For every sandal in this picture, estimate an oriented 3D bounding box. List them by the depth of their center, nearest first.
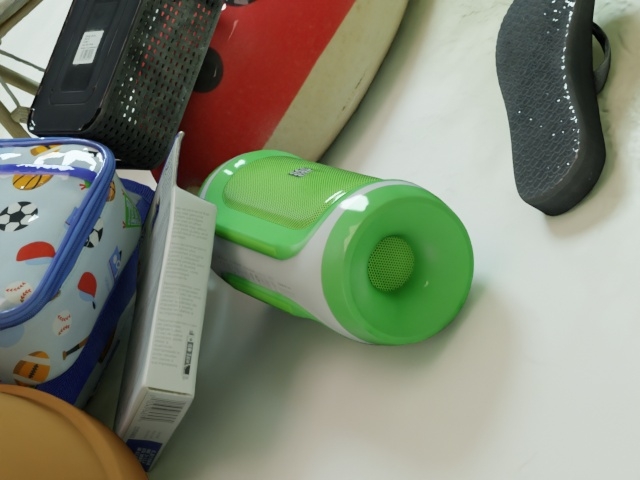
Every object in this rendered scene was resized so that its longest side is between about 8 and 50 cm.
[{"bbox_3d":[0.184,-0.119,1.239,0.097,0.054,0.254,-36,38,43],"label":"sandal"}]

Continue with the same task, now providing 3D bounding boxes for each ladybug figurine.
[{"bbox_3d":[-0.058,-0.207,1.610,0.305,0.162,0.449,-24,36,43],"label":"ladybug figurine"}]

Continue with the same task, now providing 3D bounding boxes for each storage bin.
[{"bbox_3d":[-0.179,-0.162,1.472,0.122,0.084,0.180,4,70,49],"label":"storage bin"}]

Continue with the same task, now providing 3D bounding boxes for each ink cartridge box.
[{"bbox_3d":[-0.129,0.057,1.344,0.223,0.045,0.224,123,155,-63],"label":"ink cartridge box"}]

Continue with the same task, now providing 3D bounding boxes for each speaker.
[{"bbox_3d":[0.000,0.000,1.278,0.131,0.131,0.296,-54,26,-8],"label":"speaker"}]

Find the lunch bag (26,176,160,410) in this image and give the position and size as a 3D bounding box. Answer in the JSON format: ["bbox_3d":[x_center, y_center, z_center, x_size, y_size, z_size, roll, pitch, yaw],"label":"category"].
[{"bbox_3d":[-0.339,0.099,1.559,0.385,0.239,0.328,-7,46,39],"label":"lunch bag"}]

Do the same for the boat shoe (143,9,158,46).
[{"bbox_3d":[-0.100,-0.320,1.809,0.302,0.109,0.094,-51,50,0],"label":"boat shoe"}]

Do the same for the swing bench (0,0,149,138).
[{"bbox_3d":[-0.297,-0.227,1.917,0.253,0.254,0.165,-32,31,33],"label":"swing bench"}]

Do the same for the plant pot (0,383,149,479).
[{"bbox_3d":[-0.287,0.223,1.206,0.291,0.203,0.291,-7,63,14],"label":"plant pot"}]

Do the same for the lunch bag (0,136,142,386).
[{"bbox_3d":[-0.320,0.008,1.405,0.303,0.115,0.243,3,50,22],"label":"lunch bag"}]
